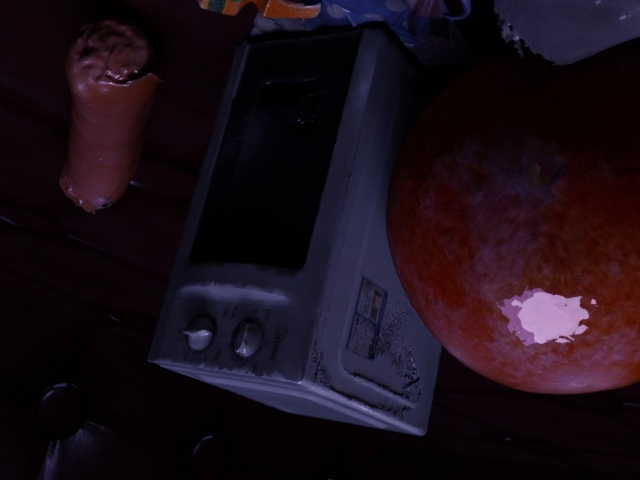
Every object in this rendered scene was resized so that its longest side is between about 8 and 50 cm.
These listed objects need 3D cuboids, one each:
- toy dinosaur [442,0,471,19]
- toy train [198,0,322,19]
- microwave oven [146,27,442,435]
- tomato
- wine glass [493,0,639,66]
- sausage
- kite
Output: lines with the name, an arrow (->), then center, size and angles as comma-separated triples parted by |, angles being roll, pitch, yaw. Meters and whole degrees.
toy dinosaur -> 0.073, -0.207, 0.557 | 0.080, 0.045, 0.197 | 20, 159, 32
toy train -> -0.023, -0.199, 0.534 | 0.099, 0.072, 0.188 | 1, 170, -12
microwave oven -> 0.000, 0.000, 0.797 | 0.181, 0.295, 0.237 | 2, 160, 34
tomato -> 0.176, -0.022, 0.655 | 0.265, 0.265, 0.265 | 14, 162, 5
wine glass -> 0.190, -0.169, 0.480 | 0.103, 0.103, 0.222 | 22, 161, -17
sausage -> -0.236, -0.120, 0.978 | 0.094, 0.094, 0.419 | -2, 165, -18
kite -> -0.017, -0.196, 0.709 | 0.314, 0.011, 0.335 | 20, 161, -12
